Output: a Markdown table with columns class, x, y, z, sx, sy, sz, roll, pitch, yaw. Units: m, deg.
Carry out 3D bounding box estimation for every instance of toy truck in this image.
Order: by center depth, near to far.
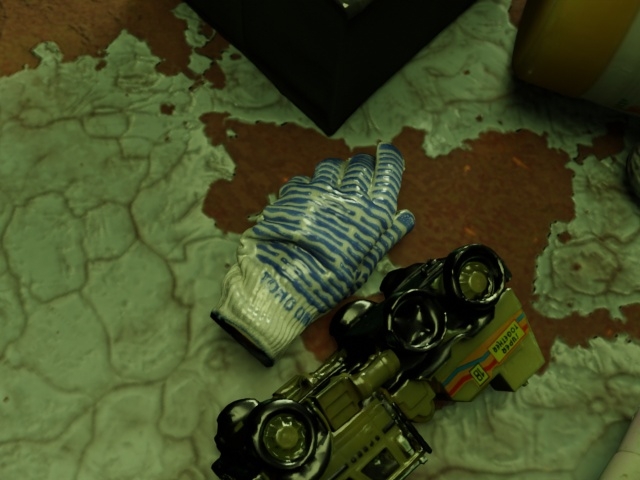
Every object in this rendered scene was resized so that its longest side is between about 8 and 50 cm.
| class | x | y | z | sx | sy | sz | roll | pitch | yaw |
| --- | --- | --- | --- | --- | --- | --- | --- | --- | --- |
| toy truck | 0.043 | 0.114 | 0.682 | 0.257 | 0.127 | 0.127 | -34 | 96 | -22 |

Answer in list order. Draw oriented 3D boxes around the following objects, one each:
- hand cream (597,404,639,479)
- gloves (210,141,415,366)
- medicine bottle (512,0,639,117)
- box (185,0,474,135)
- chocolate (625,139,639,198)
| class | x | y | z | sx | sy | sz | roll | pitch | yaw |
| --- | --- | --- | --- | --- | --- | --- | --- | --- | --- |
| hand cream | 0.200 | 0.265 | 0.666 | 0.111 | 0.070 | 0.312 | 31 | 72 | 5 |
| gloves | 0.001 | 0.002 | 0.749 | 0.119 | 0.097 | 0.229 | 44 | 62 | -20 |
| medicine bottle | 0.315 | -0.219 | 0.780 | 0.231 | 0.238 | 0.238 | 19 | 67 | 2 |
| box | 0.040 | -0.315 | 0.815 | 0.251 | 0.204 | 0.345 | 43 | 70 | 12 |
| chocolate | 0.336 | -0.026 | 0.794 | 0.072 | 0.072 | 0.167 | -32 | 73 | -17 |
